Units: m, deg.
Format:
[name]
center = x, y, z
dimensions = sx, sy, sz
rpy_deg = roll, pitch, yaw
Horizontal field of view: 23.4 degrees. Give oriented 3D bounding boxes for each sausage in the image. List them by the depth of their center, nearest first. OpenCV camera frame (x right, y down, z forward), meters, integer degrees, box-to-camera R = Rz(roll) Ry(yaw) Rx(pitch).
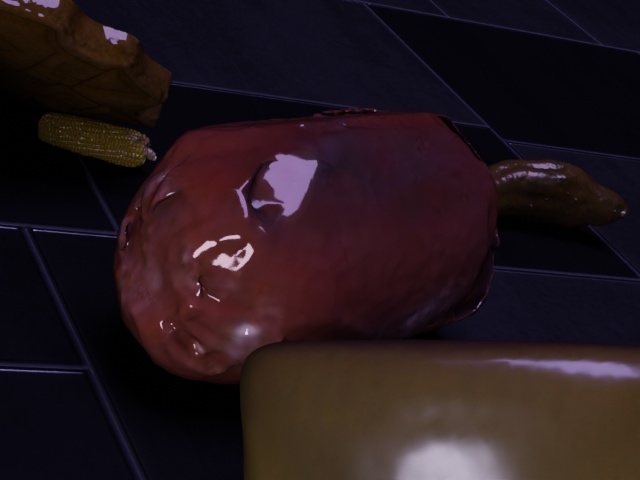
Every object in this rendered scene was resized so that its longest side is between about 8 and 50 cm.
[sausage]
center = 0.000, 0.000, 0.895
dimensions = 0.152, 0.152, 0.279
rpy_deg = 36, 31, 31

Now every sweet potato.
[sweet potato]
center = 0.152, -0.037, 1.199
dimensions = 0.182, 0.054, 0.053
rpy_deg = 1, -9, -26

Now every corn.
[corn]
center = -0.153, -0.070, 1.064
dimensions = 0.083, 0.027, 0.028
rpy_deg = 15, 9, -6

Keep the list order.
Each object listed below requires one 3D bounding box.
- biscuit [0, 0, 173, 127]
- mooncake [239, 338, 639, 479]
[biscuit]
center = -0.190, -0.118, 1.024
dimensions = 0.215, 0.034, 0.182
rpy_deg = 26, -18, -39
[mooncake]
center = 0.070, 0.100, 0.702
dimensions = 0.234, 0.117, 0.235
rpy_deg = 0, -1, 0
